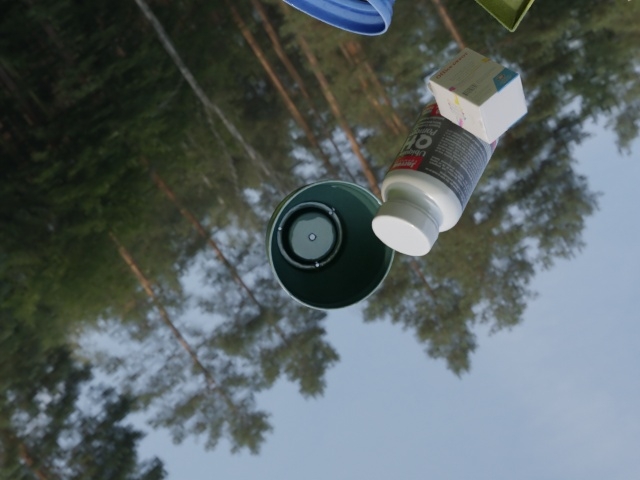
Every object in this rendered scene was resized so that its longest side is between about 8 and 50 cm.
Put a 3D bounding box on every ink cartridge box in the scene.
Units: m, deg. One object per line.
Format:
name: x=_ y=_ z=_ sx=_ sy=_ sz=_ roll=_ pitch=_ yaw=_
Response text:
ink cartridge box: x=0.257 y=-0.246 z=1.628 sx=0.092 sy=0.090 sz=0.143 roll=-40 pitch=-133 yaw=-11

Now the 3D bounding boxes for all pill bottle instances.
pill bottle: x=0.232 y=-0.130 z=2.018 sx=0.176 sy=0.176 sz=0.318 roll=-4 pitch=-132 yaw=49

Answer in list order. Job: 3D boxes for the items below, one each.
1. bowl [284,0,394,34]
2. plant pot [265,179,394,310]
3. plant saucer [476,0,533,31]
bowl: x=-0.019 y=-0.560 z=2.029 sx=0.077 sy=0.391 sz=0.391 roll=-63 pitch=-153 yaw=-2
plant pot: x=0.000 y=0.000 z=2.243 sx=0.293 sy=0.293 sz=0.196 roll=-38 pitch=-164 yaw=-10
plant saucer: x=0.392 y=-0.572 z=2.099 sx=0.045 sy=0.188 sz=0.188 roll=-42 pitch=171 yaw=-24
